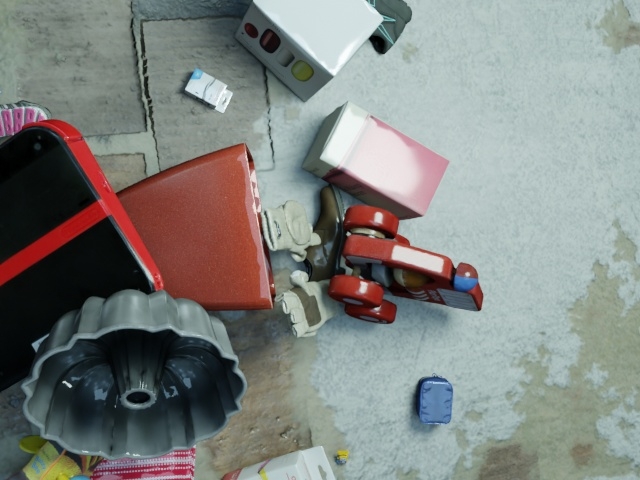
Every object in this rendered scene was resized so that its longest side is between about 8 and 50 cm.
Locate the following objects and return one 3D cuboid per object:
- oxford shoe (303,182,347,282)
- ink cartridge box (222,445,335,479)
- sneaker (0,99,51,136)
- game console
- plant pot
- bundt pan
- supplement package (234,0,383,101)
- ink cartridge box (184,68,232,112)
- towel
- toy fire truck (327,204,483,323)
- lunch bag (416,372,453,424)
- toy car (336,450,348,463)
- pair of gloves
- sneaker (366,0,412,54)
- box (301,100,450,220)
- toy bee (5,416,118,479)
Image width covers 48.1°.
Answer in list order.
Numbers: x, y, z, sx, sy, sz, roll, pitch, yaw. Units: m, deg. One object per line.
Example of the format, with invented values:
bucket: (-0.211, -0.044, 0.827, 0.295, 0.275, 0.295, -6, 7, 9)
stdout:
oxford shoe: (0.000, 0.000, 1.386, 0.096, 0.083, 0.227, 4, 86, -11)
ink cartridge box: (-0.073, 0.464, 1.316, 0.198, 0.067, 0.115, -21, 94, 9)
sneaker: (-0.546, -0.211, 1.251, 0.171, 0.075, 0.063, 0, 106, 6)
game console: (-0.484, 0.027, 1.166, 0.387, 0.060, 0.342, -31, 92, 14)
plant pot: (-0.216, -0.006, 1.244, 0.236, 0.267, 0.267, -9, 91, -3)
bundt pan: (-0.285, 0.199, 1.118, 0.331, 0.124, 0.330, -8, 133, -8)
supplement package: (-0.029, -0.392, 1.328, 0.194, 0.203, 0.149, 41, 78, -10)
ink cartridge box: (-0.210, -0.283, 1.363, 0.083, 0.028, 0.048, 26, 81, -14)
towel: (-0.325, 0.358, 1.306, 0.199, 0.031, 0.274, 2, 87, -15)
toy fire truck: (0.165, 0.059, 1.308, 0.254, 0.302, 0.169, 8, 74, 19)
lunch bag: (0.229, 0.318, 1.448, 0.067, 0.065, 0.098, 6, 87, 0)
toy car: (0.002, 0.449, 1.384, 0.122, 0.060, 0.040, -9, 122, -10)
pair of gloves: (-0.040, 0.049, 1.260, 0.042, 0.204, 0.240, -13, 95, 22)
sneaker: (0.069, -0.455, 1.385, 0.267, 0.101, 0.106, 21, 98, -37)
box: (0.103, -0.147, 1.385, 0.232, 0.149, 0.126, 28, 82, -12)
toy bee: (-0.453, 0.407, 1.179, 0.162, 0.195, 0.298, 35, 62, -48)
